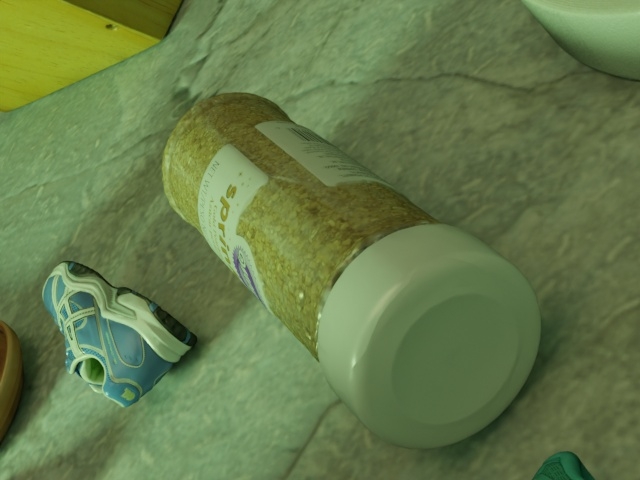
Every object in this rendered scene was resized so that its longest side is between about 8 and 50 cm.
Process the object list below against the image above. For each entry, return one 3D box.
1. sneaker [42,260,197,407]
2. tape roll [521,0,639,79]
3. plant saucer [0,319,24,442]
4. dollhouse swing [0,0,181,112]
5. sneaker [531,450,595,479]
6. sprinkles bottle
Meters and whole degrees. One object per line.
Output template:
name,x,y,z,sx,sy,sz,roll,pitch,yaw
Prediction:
sneaker,-0.189,0.075,0.920,0.211,0.080,0.081,14,66,55
tape roll,0.289,-0.274,0.714,0.392,0.072,0.392,-30,38,27
plant saucer,-0.349,0.169,1.053,0.200,0.037,0.200,-31,39,28
dollhouse swing,-0.359,-0.362,1.373,0.347,0.315,0.304,-12,69,44
sneaker,0.177,0.130,0.430,0.275,0.107,0.110,-4,45,47
sprinkles bottle,0.000,0.000,0.737,0.121,0.121,0.355,-50,33,1
